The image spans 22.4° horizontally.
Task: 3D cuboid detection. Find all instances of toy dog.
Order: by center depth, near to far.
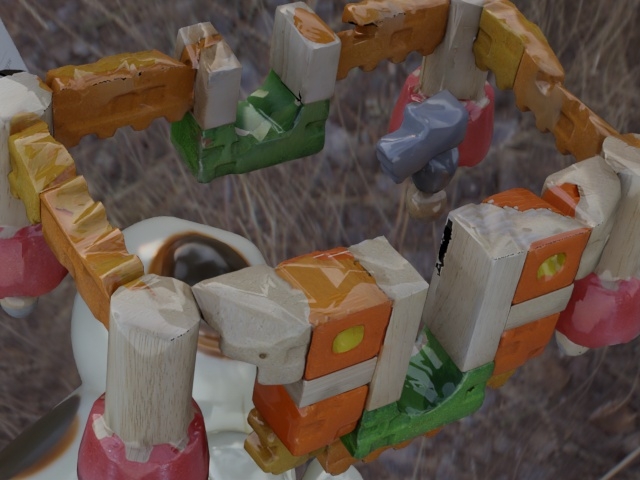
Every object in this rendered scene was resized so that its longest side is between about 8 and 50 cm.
[{"bbox_3d":[-0.159,0.179,1.378,0.395,0.284,0.408,25,83,-15],"label":"toy dog"}]

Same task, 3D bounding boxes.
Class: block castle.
[{"bbox_3d":[0.000,0.000,1.143,0.453,0.213,0.303,-17,49,-26],"label":"block castle"}]

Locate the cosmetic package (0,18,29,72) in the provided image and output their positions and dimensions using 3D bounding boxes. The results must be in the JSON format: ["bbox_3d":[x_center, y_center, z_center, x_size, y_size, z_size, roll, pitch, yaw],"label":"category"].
[{"bbox_3d":[-0.387,-0.163,1.241,0.161,0.453,0.230,-1,47,20],"label":"cosmetic package"}]
